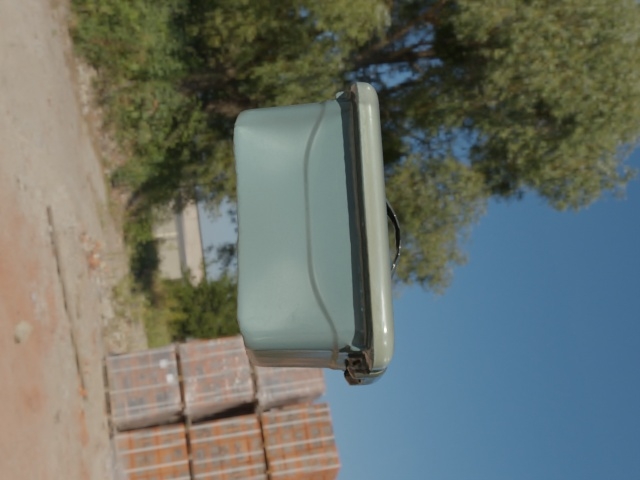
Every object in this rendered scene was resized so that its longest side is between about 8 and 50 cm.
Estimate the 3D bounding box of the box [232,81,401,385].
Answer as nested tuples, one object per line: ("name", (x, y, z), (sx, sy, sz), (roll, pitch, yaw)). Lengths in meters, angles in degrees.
("box", (0.000, 0.000, 0.653), (0.162, 0.130, 0.227), (94, -5, -75))
